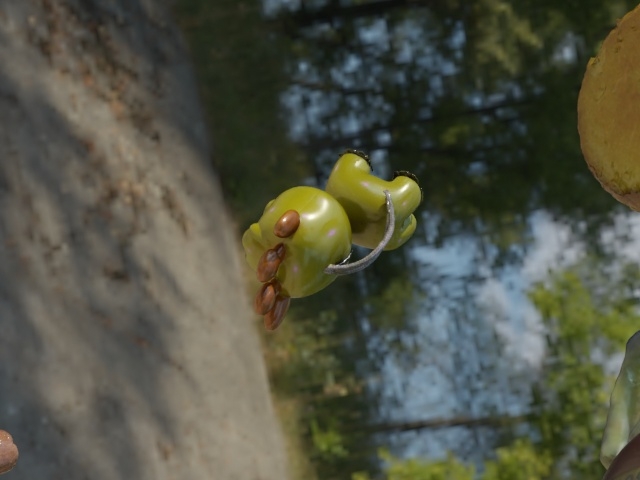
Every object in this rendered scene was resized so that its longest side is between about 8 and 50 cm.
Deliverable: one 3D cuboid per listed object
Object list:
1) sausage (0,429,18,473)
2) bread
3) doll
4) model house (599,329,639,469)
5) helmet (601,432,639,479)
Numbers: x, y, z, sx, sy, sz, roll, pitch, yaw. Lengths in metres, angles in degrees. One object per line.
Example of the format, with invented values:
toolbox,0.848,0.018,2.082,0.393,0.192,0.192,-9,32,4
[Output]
sausage,-0.246,0.152,1.101,0.034,0.083,0.034,36,-45,47
bread,0.370,-0.130,1.544,0.268,0.146,0.268,-9,-103,44
doll,0.000,0.000,1.657,0.135,0.221,0.143,28,-49,21
model house,0.365,0.134,1.127,0.321,0.261,0.266,35,8,-21
helmet,0.203,0.147,0.846,0.175,0.155,0.106,120,-20,-51
